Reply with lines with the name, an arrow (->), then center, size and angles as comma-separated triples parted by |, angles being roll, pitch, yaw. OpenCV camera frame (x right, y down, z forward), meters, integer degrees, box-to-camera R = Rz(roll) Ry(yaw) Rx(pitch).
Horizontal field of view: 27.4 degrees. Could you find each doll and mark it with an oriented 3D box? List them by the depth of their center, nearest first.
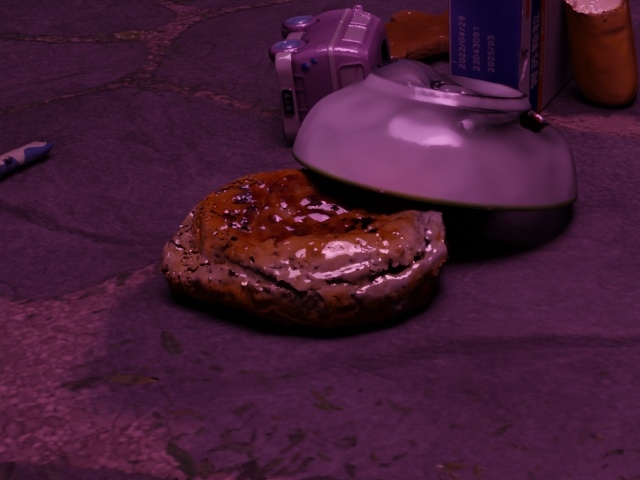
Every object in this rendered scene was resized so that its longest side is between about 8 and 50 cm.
doll -> -0.395, -0.106, 1.706 | 0.037, 0.027, 0.125 | 5, 26, 35

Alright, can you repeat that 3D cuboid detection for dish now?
dish -> 0.136, -0.132, 1.468 | 0.324, 0.124, 0.324 | 8, 14, -2

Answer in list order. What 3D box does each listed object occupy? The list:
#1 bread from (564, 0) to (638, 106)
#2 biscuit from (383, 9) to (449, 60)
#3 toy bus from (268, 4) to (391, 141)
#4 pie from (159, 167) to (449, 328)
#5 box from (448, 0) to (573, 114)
bread -> 0.378, -0.269, 1.773 | 0.085, 0.173, 0.134 | -5, 31, 18
biscuit -> 0.163, -0.310, 2.026 | 0.301, 0.049, 0.197 | -20, 34, -30
toy bus -> 0.018, -0.222, 1.760 | 0.142, 0.142, 0.202 | -5, 26, 12
pie -> 0.000, 0.001, 1.351 | 0.308, 0.085, 0.308 | -3, 24, 1
box -> 0.273, -0.291, 1.789 | 0.106, 0.200, 0.299 | 9, 28, 24
